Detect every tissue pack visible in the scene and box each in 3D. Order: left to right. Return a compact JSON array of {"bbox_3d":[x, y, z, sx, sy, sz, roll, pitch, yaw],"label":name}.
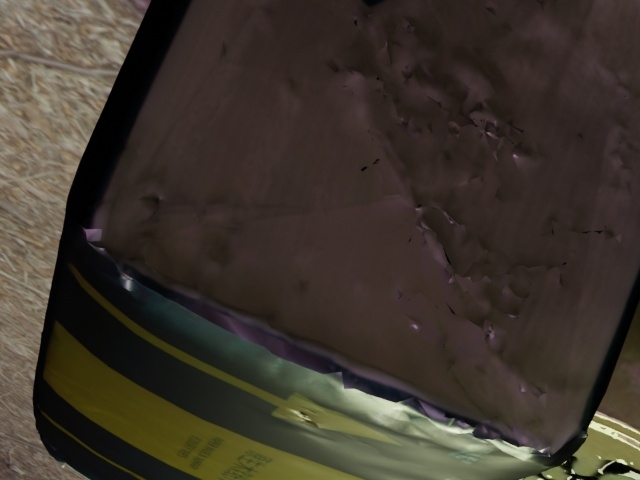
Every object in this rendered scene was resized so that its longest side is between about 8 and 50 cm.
[{"bbox_3d":[0.000,0.000,0.747,0.253,0.264,0.416,23,157,-4],"label":"tissue pack"}]

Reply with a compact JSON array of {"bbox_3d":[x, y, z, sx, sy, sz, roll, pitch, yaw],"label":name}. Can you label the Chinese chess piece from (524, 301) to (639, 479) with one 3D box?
[{"bbox_3d":[0.199,0.130,1.005,0.250,0.101,0.250,22,152,13],"label":"Chinese chess piece"}]
